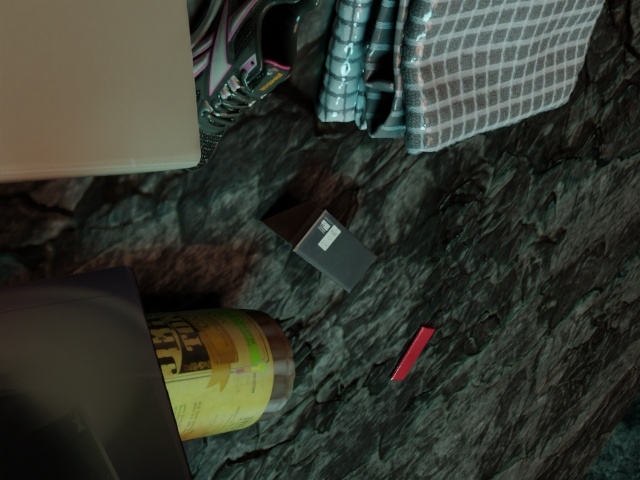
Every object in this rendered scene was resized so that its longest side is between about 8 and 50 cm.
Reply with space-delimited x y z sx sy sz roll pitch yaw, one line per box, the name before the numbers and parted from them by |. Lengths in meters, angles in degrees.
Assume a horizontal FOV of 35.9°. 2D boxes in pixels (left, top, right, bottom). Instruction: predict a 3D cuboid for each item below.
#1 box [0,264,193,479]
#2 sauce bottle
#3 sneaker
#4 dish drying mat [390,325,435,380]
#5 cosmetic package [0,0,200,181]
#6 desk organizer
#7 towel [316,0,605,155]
box | -0.207 0.187 0.489 0.296 0.294 0.182 -10 131 -17
sauce bottle | -0.168 0.115 0.771 0.344 0.111 0.111 -2 123 -50
sneaker | -0.061 -0.124 0.704 0.072 0.077 0.178 -2 124 -50
dish drying mat | 0.118 0.146 1.279 0.032 0.008 0.083 9 115 -55
cosmetic package | -0.221 -0.074 0.437 0.309 0.160 0.113 -11 99 -51
desk organizer | 0.000 0.000 0.933 0.047 0.050 0.130 -52 149 -1
towel | 0.144 -0.211 0.842 0.284 0.121 0.235 -22 137 -39
